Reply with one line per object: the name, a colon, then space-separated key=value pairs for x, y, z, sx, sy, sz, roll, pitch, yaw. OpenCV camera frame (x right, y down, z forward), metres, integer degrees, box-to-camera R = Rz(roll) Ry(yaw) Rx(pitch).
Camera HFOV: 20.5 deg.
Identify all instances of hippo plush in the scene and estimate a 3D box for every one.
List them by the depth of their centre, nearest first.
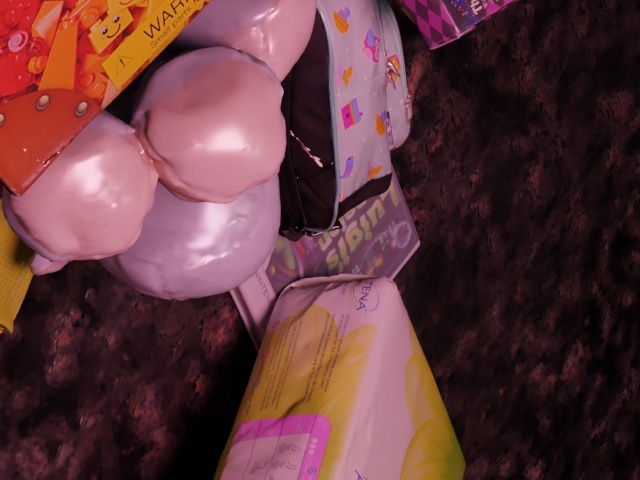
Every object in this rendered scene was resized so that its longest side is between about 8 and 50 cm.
hippo plush: x=-0.142 y=-0.053 z=1.022 sx=0.234 sy=0.294 sz=0.236 roll=-54 pitch=158 yaw=-30

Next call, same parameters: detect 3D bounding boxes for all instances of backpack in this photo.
backpack: x=-0.028 y=-0.117 z=1.180 sx=0.144 sy=0.166 sz=0.188 roll=-41 pitch=134 yaw=-42

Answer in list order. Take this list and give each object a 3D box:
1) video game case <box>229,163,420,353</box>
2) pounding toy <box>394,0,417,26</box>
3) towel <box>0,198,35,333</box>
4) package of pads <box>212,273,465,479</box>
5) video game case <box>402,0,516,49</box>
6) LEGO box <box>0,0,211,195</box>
video game case: x=0.000 y=0.000 z=1.370 sx=0.190 sy=0.022 sz=0.173 roll=-50 pitch=136 yaw=-32
pounding toy: x=0.074 y=-0.264 z=1.199 sx=0.154 sy=0.269 sz=0.155 roll=-34 pitch=137 yaw=6
towel: x=-0.241 y=-0.033 z=1.048 sx=0.237 sy=0.021 sz=0.102 roll=41 pitch=68 yaw=-50
package of pads: x=0.011 y=0.195 z=1.278 sx=0.296 sy=0.101 sz=0.229 roll=-71 pitch=149 yaw=-45
video game case: x=0.093 y=-0.266 z=1.101 sx=0.210 sy=0.042 sz=0.232 roll=-35 pitch=97 yaw=-28
LEGO box: x=-0.092 y=-0.331 z=0.783 sx=0.500 sy=0.193 sz=0.372 roll=-48 pitch=148 yaw=-12
